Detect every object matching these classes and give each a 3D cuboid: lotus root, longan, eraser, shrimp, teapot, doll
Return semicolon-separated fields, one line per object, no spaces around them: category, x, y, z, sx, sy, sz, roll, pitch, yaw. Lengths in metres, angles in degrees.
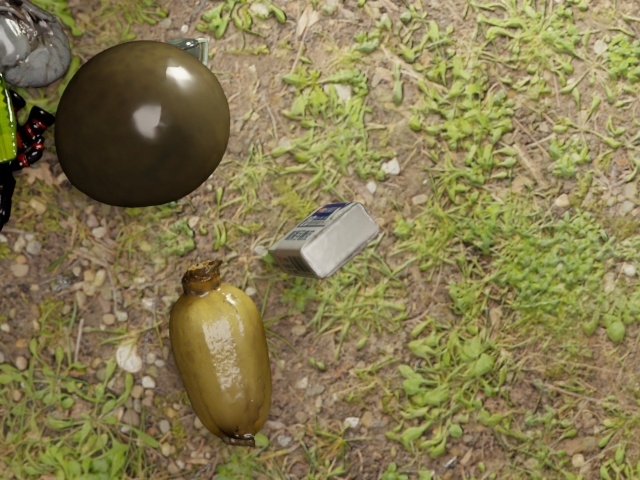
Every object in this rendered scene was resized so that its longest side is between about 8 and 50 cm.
lotus root;-0.154;0.177;1.597;0.146;0.131;0.304;-15;98;-15
longan;-0.263;-0.172;1.505;0.258;0.258;0.258;0;92;-17
eraser;0.000;0.000;1.598;0.124;0.210;0.068;-42;101;-12
shrimp;-0.512;-0.353;1.483;0.343;0.116;0.145;37;80;-22
teapot;-0.211;-0.288;1.610;0.088;0.066;0.057;-29;121;-37
doll;-0.495;-0.101;1.511;0.088;0.127;0.249;37;84;-47

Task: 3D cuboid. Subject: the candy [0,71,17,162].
candy;-0.557;-0.147;1.460;0.246;0.069;0.149;-20;77;12
